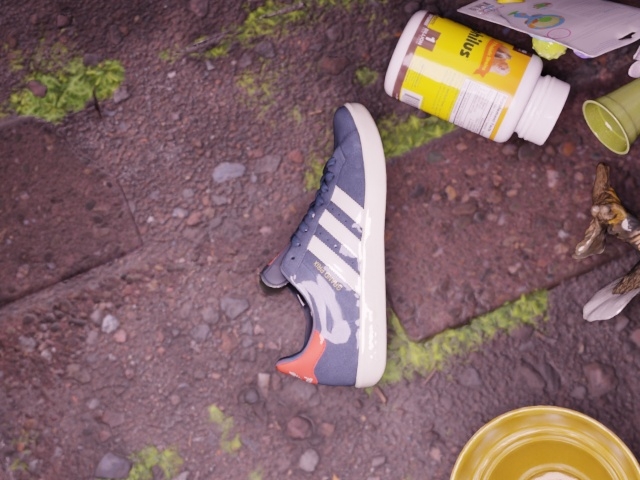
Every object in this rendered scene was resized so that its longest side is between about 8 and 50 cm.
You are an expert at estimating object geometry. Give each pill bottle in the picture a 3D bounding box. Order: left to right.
[{"bbox_3d":[0.198,-0.200,1.055,0.215,0.117,0.117,24,79,6],"label":"pill bottle"}]

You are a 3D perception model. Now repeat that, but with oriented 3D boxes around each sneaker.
[{"bbox_3d":[0.000,0.000,1.005,0.148,0.131,0.350,0,77,-3],"label":"sneaker"}]

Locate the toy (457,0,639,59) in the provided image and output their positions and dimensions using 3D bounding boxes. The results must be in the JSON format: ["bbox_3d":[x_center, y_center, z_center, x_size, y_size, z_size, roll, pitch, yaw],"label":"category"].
[{"bbox_3d":[0.300,-0.266,1.048,0.137,0.056,0.237,-26,41,-21],"label":"toy"}]

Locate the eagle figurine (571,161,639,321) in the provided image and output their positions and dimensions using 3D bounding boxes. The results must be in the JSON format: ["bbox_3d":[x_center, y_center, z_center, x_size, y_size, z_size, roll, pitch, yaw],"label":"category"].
[{"bbox_3d":[0.453,0.002,0.946,0.298,0.225,0.226,18,67,13],"label":"eagle figurine"}]

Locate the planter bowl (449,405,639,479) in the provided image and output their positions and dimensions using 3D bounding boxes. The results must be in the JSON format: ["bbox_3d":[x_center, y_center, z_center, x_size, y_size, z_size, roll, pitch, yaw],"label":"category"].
[{"bbox_3d":[0.258,0.302,0.936,0.217,0.090,0.217,-9,65,20],"label":"planter bowl"}]

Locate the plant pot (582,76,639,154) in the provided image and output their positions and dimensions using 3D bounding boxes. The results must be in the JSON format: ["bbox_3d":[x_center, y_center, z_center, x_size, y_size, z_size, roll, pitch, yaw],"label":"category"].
[{"bbox_3d":[0.391,-0.166,1.057,0.079,0.083,0.083,-37,79,-3],"label":"plant pot"}]

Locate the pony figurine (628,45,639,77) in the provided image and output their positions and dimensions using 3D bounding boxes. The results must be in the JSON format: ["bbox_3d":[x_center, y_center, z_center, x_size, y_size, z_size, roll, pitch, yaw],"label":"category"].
[{"bbox_3d":[0.606,-0.293,1.014,0.351,0.303,0.364,22,63,-2],"label":"pony figurine"}]
